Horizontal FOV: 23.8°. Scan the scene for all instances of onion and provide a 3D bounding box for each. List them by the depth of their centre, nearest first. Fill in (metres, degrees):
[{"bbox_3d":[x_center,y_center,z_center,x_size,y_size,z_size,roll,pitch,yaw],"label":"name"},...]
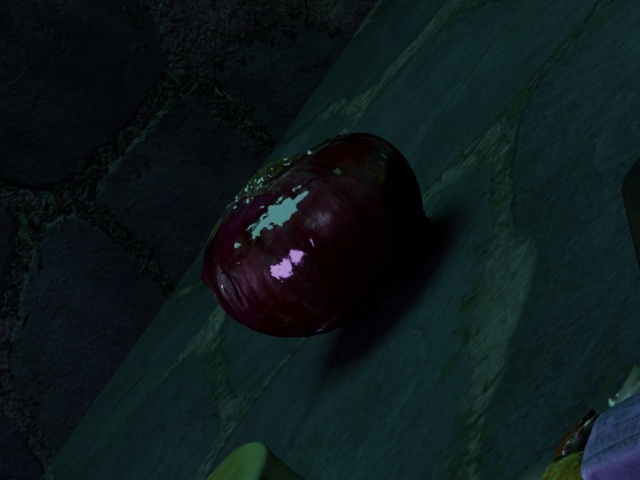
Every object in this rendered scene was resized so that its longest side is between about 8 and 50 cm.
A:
[{"bbox_3d":[0.000,0.000,1.544,0.246,0.190,0.246,-30,9,5],"label":"onion"}]

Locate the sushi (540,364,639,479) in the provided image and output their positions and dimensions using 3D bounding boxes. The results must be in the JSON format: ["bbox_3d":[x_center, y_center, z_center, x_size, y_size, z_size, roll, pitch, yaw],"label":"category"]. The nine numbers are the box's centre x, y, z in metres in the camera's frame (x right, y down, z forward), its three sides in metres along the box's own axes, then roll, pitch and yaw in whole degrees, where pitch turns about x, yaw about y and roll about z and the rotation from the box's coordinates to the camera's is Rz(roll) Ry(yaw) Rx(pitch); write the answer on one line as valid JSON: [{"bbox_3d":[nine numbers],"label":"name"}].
[{"bbox_3d":[0.130,0.152,0.698,0.097,0.103,0.226,-3,40,40],"label":"sushi"}]

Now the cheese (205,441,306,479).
[{"bbox_3d":[-0.154,0.364,1.144,0.384,0.104,0.384,-47,11,13],"label":"cheese"}]

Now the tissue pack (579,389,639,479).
[{"bbox_3d":[0.193,0.084,0.590,0.156,0.112,0.051,-40,16,48],"label":"tissue pack"}]

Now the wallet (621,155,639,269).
[{"bbox_3d":[0.253,-0.025,0.925,0.165,0.042,0.309,-48,10,24],"label":"wallet"}]
